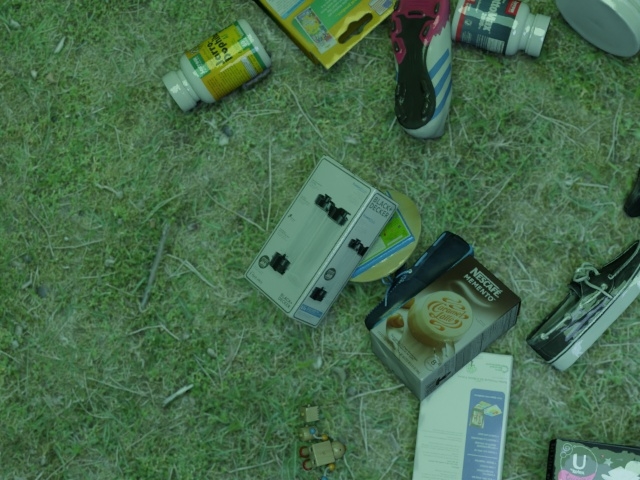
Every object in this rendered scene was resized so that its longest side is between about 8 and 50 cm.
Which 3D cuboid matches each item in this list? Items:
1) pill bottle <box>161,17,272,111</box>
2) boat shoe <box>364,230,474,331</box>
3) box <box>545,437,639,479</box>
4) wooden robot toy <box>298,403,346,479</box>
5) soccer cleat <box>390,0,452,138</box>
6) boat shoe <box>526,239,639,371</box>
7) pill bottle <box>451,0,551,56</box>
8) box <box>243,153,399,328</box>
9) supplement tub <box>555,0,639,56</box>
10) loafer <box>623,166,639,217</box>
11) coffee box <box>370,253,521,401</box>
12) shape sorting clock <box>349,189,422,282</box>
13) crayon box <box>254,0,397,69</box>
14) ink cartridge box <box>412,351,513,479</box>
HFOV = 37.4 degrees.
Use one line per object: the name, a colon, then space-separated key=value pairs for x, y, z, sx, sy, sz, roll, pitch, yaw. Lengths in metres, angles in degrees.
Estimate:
pill bottle: x=-0.215 y=-0.355 z=1.937 sx=0.208 sy=0.117 sz=0.117 roll=-32 pitch=77 yaw=2
boat shoe: x=0.179 y=0.083 z=1.820 sx=0.258 sy=0.109 sz=0.089 roll=-36 pitch=65 yaw=-17
box: x=0.526 y=0.430 z=1.660 sx=0.247 sy=0.163 sz=0.142 roll=7 pitch=79 yaw=10
wooden robot toy: x=0.008 y=0.397 z=1.808 sx=0.079 sy=0.076 sz=0.173 roll=-7 pitch=76 yaw=-29
soccer cleat: x=0.205 y=-0.358 z=1.866 sx=0.116 sy=0.143 sz=0.331 roll=1 pitch=80 yaw=27
boat shoe: x=0.504 y=0.096 z=1.751 sx=0.105 sy=0.113 sz=0.306 roll=41 pitch=97 yaw=-1
pill bottle: x=0.357 y=-0.426 z=1.869 sx=0.180 sy=0.108 sz=0.107 roll=18 pitch=83 yaw=11
box: x=0.000 y=0.000 z=1.803 sx=0.169 sy=0.087 sz=0.289 roll=36 pitch=95 yaw=42
supplement tub: x=0.618 y=-0.529 z=1.786 sx=0.228 sy=0.228 sz=0.316 roll=39 pitch=88 yaw=13
loafer: x=0.634 y=-0.120 z=1.805 sx=0.170 sy=0.062 sz=0.061 roll=-51 pitch=38 yaw=4
coffee box: x=0.230 y=0.158 z=1.738 sx=0.247 sy=0.098 sz=0.141 roll=-37 pitch=61 yaw=-17
shape sorting clock: x=0.100 y=-0.009 z=1.834 sx=0.206 sy=0.040 sz=0.206 roll=-13 pitch=58 yaw=21
crayon box: x=-0.011 y=-0.513 z=1.953 sx=0.203 sy=0.083 sz=0.323 roll=-41 pitch=76 yaw=0
ink cartridge box: x=0.262 y=0.370 z=1.763 sx=0.166 sy=0.065 sz=0.332 roll=7 pitch=80 yaw=10
